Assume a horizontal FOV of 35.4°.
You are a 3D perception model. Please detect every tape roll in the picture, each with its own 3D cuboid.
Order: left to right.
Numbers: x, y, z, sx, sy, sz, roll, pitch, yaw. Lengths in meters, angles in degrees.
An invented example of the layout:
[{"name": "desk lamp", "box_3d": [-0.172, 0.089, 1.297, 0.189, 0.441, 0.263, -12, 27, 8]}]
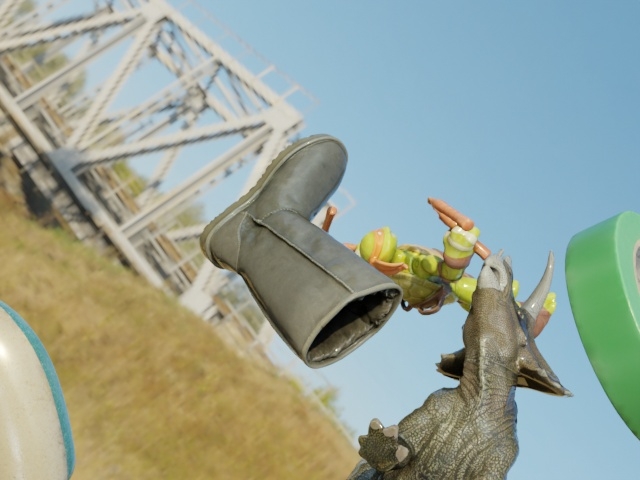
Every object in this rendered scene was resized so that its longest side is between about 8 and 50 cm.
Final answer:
[{"name": "tape roll", "box_3d": [0.438, 0.120, 1.318, 0.077, 0.321, 0.321, -28, -79, 33]}]

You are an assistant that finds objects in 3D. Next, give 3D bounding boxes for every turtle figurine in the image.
[{"name": "turtle figurine", "box_3d": [0.123, 0.036, 0.988, 0.217, 0.087, 0.269, 24, -16, -24]}]

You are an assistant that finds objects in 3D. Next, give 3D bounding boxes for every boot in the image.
[{"name": "boot", "box_3d": [0.002, 0.001, 0.895, 0.076, 0.189, 0.208, 51, -12, -35]}]

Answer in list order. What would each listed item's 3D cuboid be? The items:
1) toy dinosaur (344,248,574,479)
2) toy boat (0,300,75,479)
[{"name": "toy dinosaur", "box_3d": [0.067, 0.161, 0.666, 0.121, 0.160, 0.313, 40, -58, 18]}, {"name": "toy boat", "box_3d": [-0.417, 0.181, 1.209, 0.318, 0.148, 0.268, -4, -76, 36]}]
